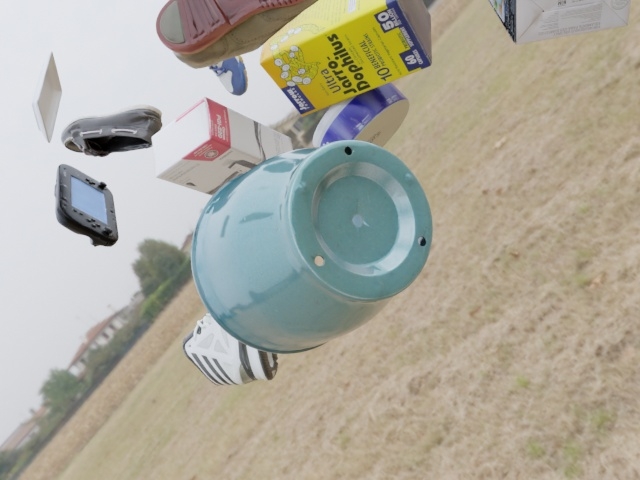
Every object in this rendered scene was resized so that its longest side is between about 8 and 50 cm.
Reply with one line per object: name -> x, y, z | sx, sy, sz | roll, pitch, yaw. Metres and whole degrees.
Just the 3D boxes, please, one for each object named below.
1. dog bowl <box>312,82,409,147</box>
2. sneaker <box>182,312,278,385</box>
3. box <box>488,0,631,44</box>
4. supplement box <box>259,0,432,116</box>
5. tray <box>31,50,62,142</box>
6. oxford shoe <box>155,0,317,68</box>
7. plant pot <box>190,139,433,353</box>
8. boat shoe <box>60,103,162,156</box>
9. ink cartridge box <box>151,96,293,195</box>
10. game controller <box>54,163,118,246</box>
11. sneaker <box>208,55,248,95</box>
dog bowl -> 0.109, -0.307, 1.621 | 0.265, 0.104, 0.265 | -41, -12, -11
sneaker -> -0.294, 0.196, 1.722 | 0.257, 0.448, 0.169 | -15, -8, 13
box -> 0.363, -0.421, 0.977 | 0.169, 0.087, 0.290 | -8, 38, 7
supplement box -> 0.062, -0.478, 1.444 | 0.356, 0.194, 0.195 | -16, 49, 28
tray -> -0.792, -0.418, 1.762 | 0.145, 0.030, 0.270 | 99, 165, -45
oxford shoe -> -0.098, -0.399, 1.018 | 0.348, 0.123, 0.130 | -23, -12, 3
plant pot -> 0.000, 0.000, 0.770 | 0.272, 0.271, 0.255 | -52, 12, -25
boat shoe -> -0.545, -0.261, 1.553 | 0.335, 0.112, 0.096 | -9, 69, 28
ink cartridge box -> -0.176, -0.156, 1.133 | 0.158, 0.218, 0.092 | -26, 65, 34
game controller -> -0.609, -0.097, 1.580 | 0.067, 0.166, 0.319 | -42, 37, 6
sneaker -> -0.317, -0.525, 1.693 | 0.131, 0.296, 0.112 | -36, 10, -37
